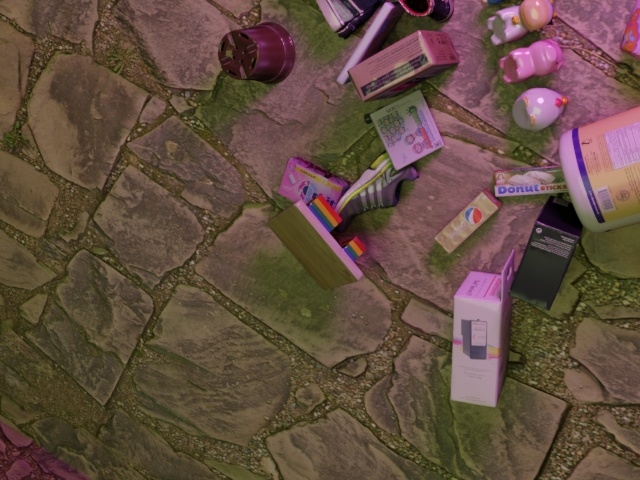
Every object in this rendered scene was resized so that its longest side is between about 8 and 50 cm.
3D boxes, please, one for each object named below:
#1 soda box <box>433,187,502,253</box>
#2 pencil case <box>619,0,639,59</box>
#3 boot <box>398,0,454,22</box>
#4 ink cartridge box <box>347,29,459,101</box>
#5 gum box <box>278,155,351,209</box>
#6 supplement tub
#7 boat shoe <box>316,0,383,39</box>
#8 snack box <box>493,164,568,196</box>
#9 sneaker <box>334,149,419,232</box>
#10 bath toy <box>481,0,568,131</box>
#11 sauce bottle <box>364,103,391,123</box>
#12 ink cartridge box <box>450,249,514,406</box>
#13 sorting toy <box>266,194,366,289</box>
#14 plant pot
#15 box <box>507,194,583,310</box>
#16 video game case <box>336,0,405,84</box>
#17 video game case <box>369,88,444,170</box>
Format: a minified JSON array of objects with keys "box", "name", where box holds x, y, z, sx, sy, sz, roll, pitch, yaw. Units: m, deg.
[{"box":[0.376,-0.049,1.682,0.061,0.058,0.181,46,119,6],"name":"soda box"},{"box":[0.719,-0.507,1.340,0.124,0.124,0.284,22,113,19],"name":"pencil case"},{"box":[0.208,-0.607,1.520,0.085,0.178,0.236,-38,88,30],"name":"boot"},{"box":[0.202,-0.411,1.553,0.193,0.234,0.088,-24,94,31],"name":"ink cartridge box"},{"box":[-0.023,-0.150,1.843,0.188,0.062,0.107,28,116,16],"name":"gum box"},{"box":[0.698,-0.167,1.382,0.331,0.241,0.241,-18,97,29],"name":"supplement tub"},{"box":[0.031,-0.687,1.629,0.158,0.127,0.341,-30,99,24],"name":"boat shoe"},{"box":[0.515,-0.145,1.604,0.178,0.022,0.064,-2,106,26],"name":"snack box"},{"box":[0.139,-0.115,1.753,0.121,0.111,0.300,43,121,4],"name":"sneaker"},{"box":[0.481,-0.424,1.483,0.129,0.151,0.348,-18,98,-14],"name":"bath toy"},{"box":[0.175,-0.330,1.704,0.128,0.042,0.042,-13,100,31],"name":"sauce bottle"},{"box":[0.410,0.209,1.659,0.119,0.207,0.354,6,107,23],"name":"ink cartridge box"},{"box":[0.000,0.000,1.796,0.257,0.089,0.255,50,158,-7],"name":"sorting toy"},{"box":[-0.178,-0.497,1.754,0.167,0.165,0.167,8,108,25],"name":"plant pot"},{"box":[0.527,0.022,1.512,0.103,0.261,0.184,24,115,18],"name":"box"},{"box":[0.129,-0.480,1.591,0.023,0.193,0.212,37,118,3],"name":"video game case"},{"box":[0.219,-0.277,1.655,0.143,0.019,0.157,-28,102,-6],"name":"video game case"}]
